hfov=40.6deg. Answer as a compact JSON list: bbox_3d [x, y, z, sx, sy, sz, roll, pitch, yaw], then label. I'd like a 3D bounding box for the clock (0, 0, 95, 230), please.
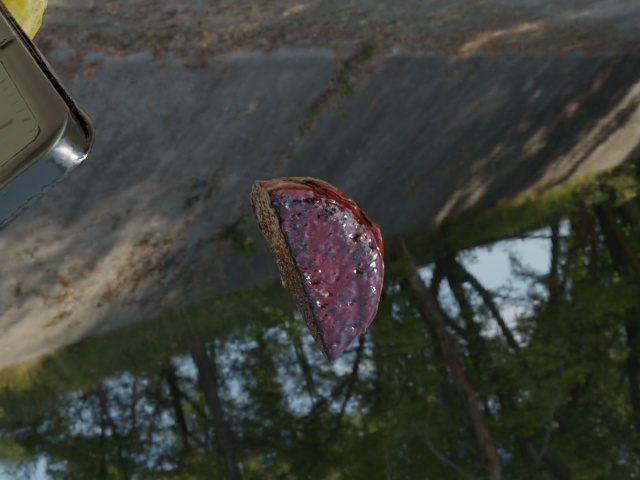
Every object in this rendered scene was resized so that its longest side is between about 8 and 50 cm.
[{"bbox_3d":[-0.310,-0.050,0.623,0.279,0.273,0.049,-39,139,-3],"label":"clock"}]

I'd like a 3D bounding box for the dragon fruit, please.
[{"bbox_3d":[0.000,0.000,1.368,0.152,0.317,0.205,-26,-152,-13],"label":"dragon fruit"}]

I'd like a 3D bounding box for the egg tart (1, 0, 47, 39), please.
[{"bbox_3d":[-0.403,-0.278,0.827,0.290,0.290,0.115,-15,160,-27],"label":"egg tart"}]
